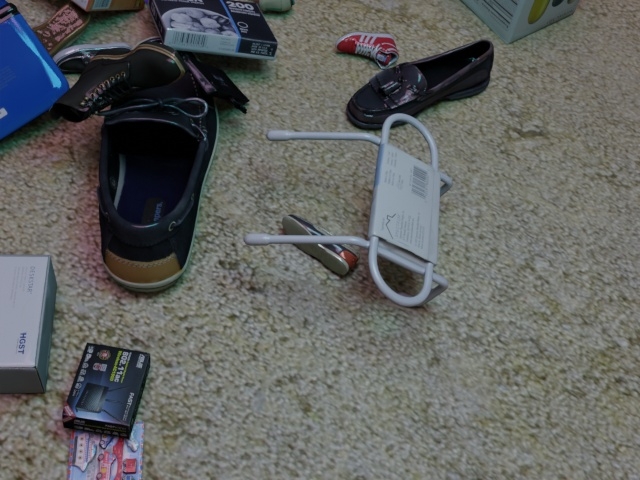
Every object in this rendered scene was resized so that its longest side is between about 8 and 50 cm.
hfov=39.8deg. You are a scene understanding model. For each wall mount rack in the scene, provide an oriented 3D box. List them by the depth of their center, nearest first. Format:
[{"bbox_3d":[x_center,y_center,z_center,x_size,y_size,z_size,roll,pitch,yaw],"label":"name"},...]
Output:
[{"bbox_3d":[0.060,-0.051,1.354,0.304,0.130,0.350,25,52,-22],"label":"wall mount rack"}]

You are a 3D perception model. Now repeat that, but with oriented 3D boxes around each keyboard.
[{"bbox_3d":[-0.167,-0.254,1.487,0.023,0.180,0.108,-43,84,13],"label":"keyboard"}]

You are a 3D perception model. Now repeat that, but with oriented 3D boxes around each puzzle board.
[{"bbox_3d":[-0.286,0.301,1.175,0.096,0.011,0.128,1,55,-8],"label":"puzzle board"}]

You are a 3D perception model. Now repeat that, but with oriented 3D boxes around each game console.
[{"bbox_3d":[-0.605,-0.263,1.460,0.293,0.173,0.250,-36,103,-14],"label":"game console"}]

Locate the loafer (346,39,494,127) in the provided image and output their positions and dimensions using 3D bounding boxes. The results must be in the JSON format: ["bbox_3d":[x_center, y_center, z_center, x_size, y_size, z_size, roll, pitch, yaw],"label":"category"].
[{"bbox_3d":[0.183,-0.295,1.601,0.303,0.095,0.109,-21,61,-21],"label":"loafer"}]

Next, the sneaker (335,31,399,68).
[{"bbox_3d":[0.091,-0.356,1.661,0.118,0.042,0.067,-7,54,-16],"label":"sneaker"}]

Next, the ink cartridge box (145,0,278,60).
[{"bbox_3d":[-0.201,-0.399,1.588,0.206,0.045,0.208,0,39,-26],"label":"ink cartridge box"}]

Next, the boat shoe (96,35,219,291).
[{"bbox_3d":[-0.260,-0.161,1.409,0.187,0.156,0.500,3,54,-5],"label":"boat shoe"}]

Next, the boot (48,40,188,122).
[{"bbox_3d":[-0.304,-0.227,1.333,0.198,0.077,0.137,0,44,40],"label":"boot"}]

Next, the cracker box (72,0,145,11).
[{"bbox_3d":[-0.448,-0.508,1.630,0.232,0.067,0.156,38,30,16],"label":"cracker box"}]

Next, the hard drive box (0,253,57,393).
[{"bbox_3d":[-0.495,0.115,1.222,0.232,0.089,0.181,1,56,-7],"label":"hard drive box"}]

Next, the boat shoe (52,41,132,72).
[{"bbox_3d":[-0.398,-0.317,1.557,0.142,0.049,0.040,-15,60,-21],"label":"boat shoe"}]

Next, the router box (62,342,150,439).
[{"bbox_3d":[-0.292,0.205,1.215,0.092,0.038,0.122,10,48,-3],"label":"router box"}]

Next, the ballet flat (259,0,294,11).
[{"bbox_3d":[-0.120,-0.543,1.740,0.086,0.086,0.248,-9,59,-15],"label":"ballet flat"}]

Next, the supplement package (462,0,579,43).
[{"bbox_3d":[0.408,-0.568,1.719,0.199,0.262,0.198,-28,65,-24],"label":"supplement package"}]

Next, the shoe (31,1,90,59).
[{"bbox_3d":[-0.496,-0.341,1.559,0.219,0.058,0.076,-40,90,-25],"label":"shoe"}]

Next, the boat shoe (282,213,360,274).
[{"bbox_3d":[0.000,0.000,1.401,0.137,0.049,0.043,36,53,12],"label":"boat shoe"}]
